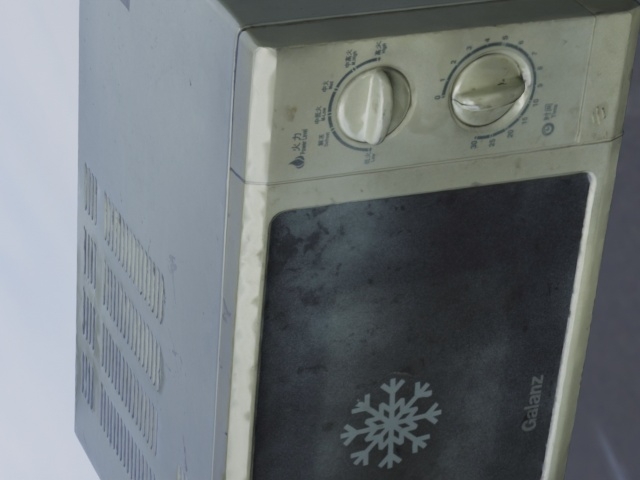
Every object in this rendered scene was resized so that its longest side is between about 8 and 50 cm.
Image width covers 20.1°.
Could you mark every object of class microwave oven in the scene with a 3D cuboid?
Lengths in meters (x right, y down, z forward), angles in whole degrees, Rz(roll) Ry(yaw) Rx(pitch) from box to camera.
[{"bbox_3d":[0.000,0.000,0.642,0.194,0.145,0.240,-127,35,-53],"label":"microwave oven"}]
